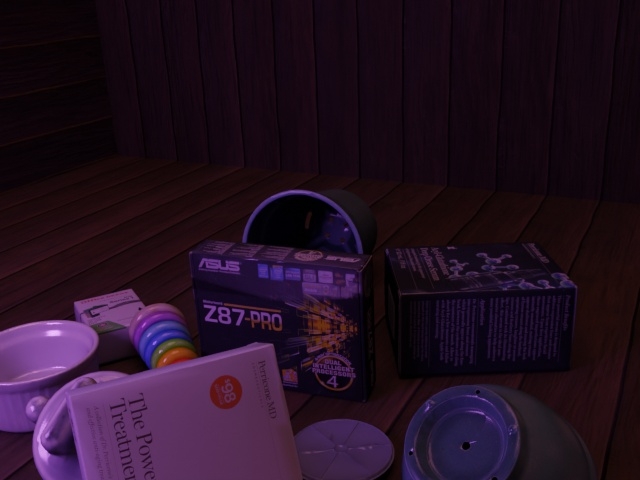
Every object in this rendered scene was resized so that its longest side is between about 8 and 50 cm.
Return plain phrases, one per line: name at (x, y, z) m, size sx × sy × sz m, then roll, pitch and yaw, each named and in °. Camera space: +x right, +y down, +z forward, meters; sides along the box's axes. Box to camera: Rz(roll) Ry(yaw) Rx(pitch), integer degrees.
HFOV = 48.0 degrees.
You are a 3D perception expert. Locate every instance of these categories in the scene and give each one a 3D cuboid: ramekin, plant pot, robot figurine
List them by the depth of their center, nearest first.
plant pot at (0.240, 0.334, 1.070) m, size 0.293 × 0.196 × 0.293 m, roll -20°, pitch 45°, yaw 21°
robot figurine at (-0.338, 0.339, 1.174) m, size 0.300 × 0.353 × 0.200 m, roll 27°, pitch 63°, yaw 10°
ramekin at (-0.613, 0.293, 1.559) m, size 0.277 × 0.135 × 0.277 m, roll -2°, pitch 21°, yaw 1°
plant pot at (0.000, 0.000, 2.041) m, size 0.341 × 0.341 × 0.334 m, roll 4°, pitch 14°, yaw 18°

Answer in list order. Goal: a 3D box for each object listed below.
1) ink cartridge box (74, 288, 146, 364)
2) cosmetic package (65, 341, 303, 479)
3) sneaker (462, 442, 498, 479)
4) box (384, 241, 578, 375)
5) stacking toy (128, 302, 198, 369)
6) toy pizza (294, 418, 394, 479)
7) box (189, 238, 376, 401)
ink cartridge box at (-0.519, 0.214, 1.818) m, size 0.160 × 0.092 × 0.219 m, roll -13°, pitch 23°, yaw -27°
cosmetic package at (-0.168, 0.357, 0.995) m, size 0.284 × 0.377 × 0.097 m, roll -12°, pitch -2°, yaw -24°
sneaker at (0.336, 0.381, 1.236) m, size 0.140 × 0.125 × 0.341 m, roll -15°, pitch 26°, yaw -42°
box at (0.363, 0.154, 1.710) m, size 0.395 × 0.212 × 0.293 m, roll -2°, pitch 20°, yaw -1°
stacking toy at (-0.330, 0.272, 1.609) m, size 0.141 × 0.141 × 0.330 m, roll -11°, pitch 27°, yaw -22°
toy pizza at (0.037, 0.401, 1.343) m, size 0.201 × 0.032 × 0.201 m, roll -2°, pitch 20°, yaw 1°
box at (-0.079, 0.171, 1.567) m, size 0.395 × 0.318 × 0.097 m, roll 6°, pitch 22°, yaw 19°
